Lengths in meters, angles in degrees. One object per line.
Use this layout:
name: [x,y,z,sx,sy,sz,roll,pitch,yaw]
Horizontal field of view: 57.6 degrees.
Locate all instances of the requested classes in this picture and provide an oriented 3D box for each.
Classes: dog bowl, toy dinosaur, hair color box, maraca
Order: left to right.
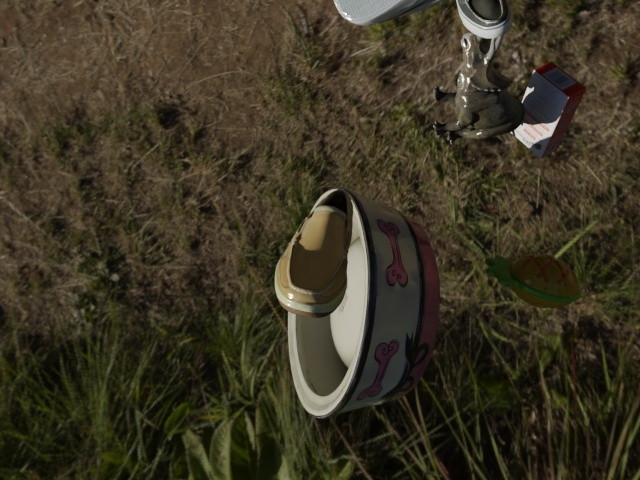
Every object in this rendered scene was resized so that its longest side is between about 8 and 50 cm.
dog bowl: [0.069,0.114,1.062,0.150,0.408,0.408,6,120,-19]
toy dinosaur: [0.311,-0.238,1.086,0.160,0.121,0.313,-8,150,36]
maraca: [0.410,0.073,1.128,0.185,0.127,0.099,15,115,5]
hair color box: [0.447,-0.255,1.155,0.093,0.053,0.167,52,159,28]

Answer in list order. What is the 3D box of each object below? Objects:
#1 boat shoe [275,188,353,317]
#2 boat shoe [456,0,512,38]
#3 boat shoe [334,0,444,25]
boat shoe: [0.000,0.000,0.558,0.068,0.190,0.072,14,116,-1]
boat shoe: [0.164,-0.276,0.629,0.049,0.142,0.040,-22,148,11]
boat shoe: [0.114,-0.238,0.452,0.226,0.075,0.083,-10,101,36]
